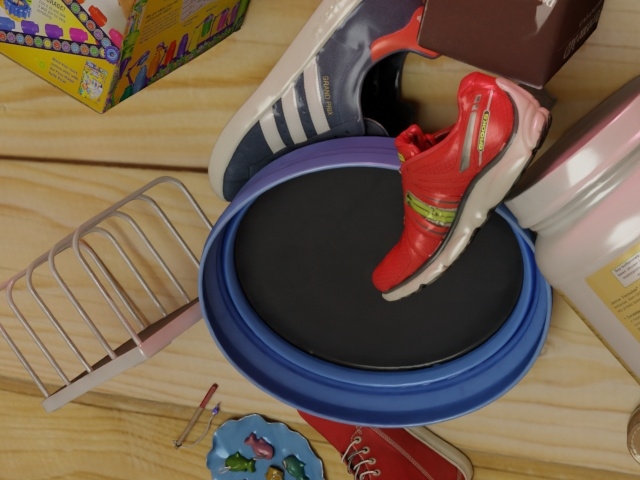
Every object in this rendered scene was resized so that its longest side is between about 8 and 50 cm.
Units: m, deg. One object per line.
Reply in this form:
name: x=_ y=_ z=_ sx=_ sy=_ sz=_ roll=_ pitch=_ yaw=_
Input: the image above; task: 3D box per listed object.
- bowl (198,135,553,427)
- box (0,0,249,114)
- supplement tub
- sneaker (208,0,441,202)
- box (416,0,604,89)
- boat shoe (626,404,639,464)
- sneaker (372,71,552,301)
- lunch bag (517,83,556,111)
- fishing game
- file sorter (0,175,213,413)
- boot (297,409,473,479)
bowl: x=0.061 y=0.049 z=1.537 sx=0.391 sy=0.077 sz=0.391 roll=4 pitch=130 yaw=5
box: x=-0.179 y=-0.329 z=1.407 sx=0.177 sy=0.290 sz=0.279 roll=32 pitch=126 yaw=11
supplement tub: x=0.361 y=0.019 z=1.332 sx=0.331 sy=0.241 sz=0.241 roll=49 pitch=128 yaw=-2
sneaker: x=0.008 y=-0.134 z=1.510 sx=0.148 sy=0.131 sz=0.350 roll=44 pitch=128 yaw=6
box: x=0.216 y=-0.352 z=1.242 sx=0.143 sy=0.191 sz=0.381 roll=24 pitch=125 yaw=16
boat shoe: x=0.464 y=0.255 z=1.455 sx=0.341 sy=0.110 sz=0.122 roll=14 pitch=123 yaw=39
sneaker: x=0.116 y=-0.056 z=1.344 sx=0.118 sy=0.107 sz=0.279 roll=36 pitch=128 yaw=4
lunch bag: x=0.202 y=-0.121 z=1.441 sx=0.053 sy=0.083 sz=0.071 roll=41 pitch=127 yaw=4
fishing game: x=-0.079 y=0.322 z=1.864 sx=0.264 sy=0.041 sz=0.189 roll=38 pitch=125 yaw=6
file sorter: x=-0.255 y=0.063 z=1.691 sx=0.277 sy=0.193 sz=0.173 roll=-29 pitch=96 yaw=50
boot: x=0.050 y=0.275 z=1.681 sx=0.244 sy=0.176 sz=0.088 roll=31 pitch=128 yaw=12
